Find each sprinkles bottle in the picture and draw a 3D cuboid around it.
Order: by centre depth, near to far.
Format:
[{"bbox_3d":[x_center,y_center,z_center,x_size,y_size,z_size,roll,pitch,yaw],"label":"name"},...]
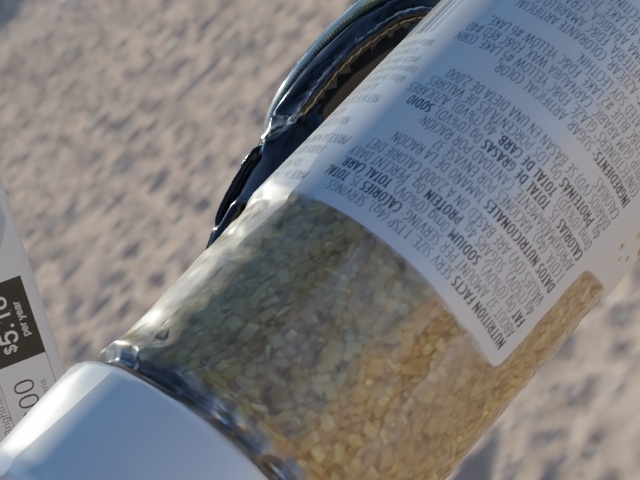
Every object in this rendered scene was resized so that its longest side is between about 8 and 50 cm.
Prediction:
[{"bbox_3d":[0.046,-0.006,0.634,0.355,0.121,0.121,-47,16,-21],"label":"sprinkles bottle"}]

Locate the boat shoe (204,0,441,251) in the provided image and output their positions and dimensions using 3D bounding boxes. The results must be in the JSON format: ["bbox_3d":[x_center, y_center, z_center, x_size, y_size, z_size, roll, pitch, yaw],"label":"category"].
[{"bbox_3d":[-0.004,-0.002,1.113,0.340,0.127,0.113,-53,17,9],"label":"boat shoe"}]

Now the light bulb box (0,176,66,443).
[{"bbox_3d":[-0.435,0.045,1.494,0.361,0.357,0.225,-22,17,-17],"label":"light bulb box"}]
